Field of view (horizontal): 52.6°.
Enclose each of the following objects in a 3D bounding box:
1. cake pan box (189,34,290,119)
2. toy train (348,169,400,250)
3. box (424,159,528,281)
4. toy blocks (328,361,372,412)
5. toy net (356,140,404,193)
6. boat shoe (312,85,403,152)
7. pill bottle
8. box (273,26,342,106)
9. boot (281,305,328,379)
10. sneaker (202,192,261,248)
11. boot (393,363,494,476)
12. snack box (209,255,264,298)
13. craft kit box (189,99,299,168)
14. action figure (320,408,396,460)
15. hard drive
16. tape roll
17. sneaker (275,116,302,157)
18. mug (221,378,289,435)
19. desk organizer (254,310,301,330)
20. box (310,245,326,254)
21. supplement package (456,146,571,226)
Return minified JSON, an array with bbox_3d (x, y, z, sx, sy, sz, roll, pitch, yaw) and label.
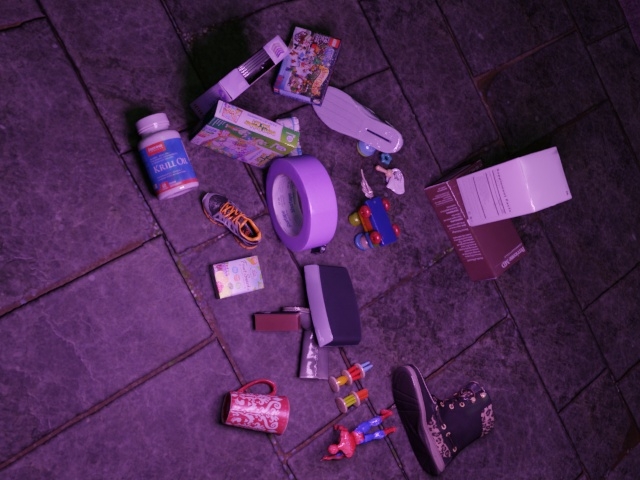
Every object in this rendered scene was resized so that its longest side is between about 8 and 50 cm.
[{"bbox_3d":[-0.233,-0.463,1.859,0.246,0.267,0.070,-47,109,-22],"label":"cake pan box"},{"bbox_3d":[0.142,-0.091,2.071,0.105,0.143,0.248,-20,86,-36],"label":"toy train"},{"bbox_3d":[0.545,-0.067,2.271,0.191,0.143,0.381,-33,100,-28],"label":"box"},{"bbox_3d":[0.111,0.451,2.015,0.148,0.054,0.123,-21,91,-28],"label":"toy blocks"},{"bbox_3d":[0.222,-0.263,2.189,0.122,0.045,0.232,-36,101,-29],"label":"toy net"},{"bbox_3d":[0.118,-0.382,2.105,0.335,0.119,0.121,35,102,5],"label":"boat shoe"},{"bbox_3d":[-0.434,-0.233,1.801,0.124,0.124,0.221,-23,93,-28],"label":"pill bottle"},{"bbox_3d":[-0.039,-0.554,2.059,0.159,0.044,0.233,16,73,5],"label":"box"},{"bbox_3d":[-0.045,0.310,1.954,0.189,0.076,0.209,15,81,-24],"label":"boot"},{"bbox_3d":[-0.251,-0.065,1.892,0.215,0.083,0.084,41,68,-14],"label":"sneaker"},{"bbox_3d":[0.405,0.535,2.106,0.284,0.138,0.377,-22,96,-27],"label":"boot"},{"bbox_3d":[-0.244,0.107,1.894,0.141,0.037,0.100,-12,89,-28],"label":"snack box"},{"bbox_3d":[-0.221,-0.295,1.849,0.246,0.250,0.061,15,75,-23],"label":"craft kit box"},{"bbox_3d":[0.096,0.597,1.976,0.280,0.139,0.091,-7,82,-50],"label":"action figure"},{"bbox_3d":[0.043,0.194,1.967,0.172,0.054,0.255,8,63,-42],"label":"hard drive"},{"bbox_3d":[-0.060,-0.110,1.888,0.090,0.275,0.275,-15,89,-29],"label":"tape roll"},{"bbox_3d":[-0.106,-0.293,2.016,0.083,0.071,0.191,-4,76,-21],"label":"sneaker"},{"bbox_3d":[-0.191,0.477,1.846,0.169,0.150,0.113,13,113,-21],"label":"mug"},{"bbox_3d":[-0.125,0.236,1.896,0.130,0.047,0.050,-2,94,10],"label":"desk organizer"},{"bbox_3d":[0.000,0.000,2.019,0.018,0.067,0.083,19,75,-25],"label":"box"},{"bbox_3d":[0.616,-0.169,2.080,0.177,0.293,0.175,-17,90,-29],"label":"supplement package"}]
